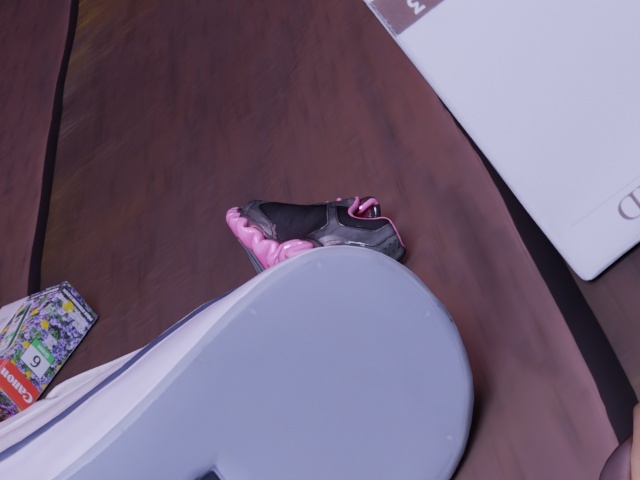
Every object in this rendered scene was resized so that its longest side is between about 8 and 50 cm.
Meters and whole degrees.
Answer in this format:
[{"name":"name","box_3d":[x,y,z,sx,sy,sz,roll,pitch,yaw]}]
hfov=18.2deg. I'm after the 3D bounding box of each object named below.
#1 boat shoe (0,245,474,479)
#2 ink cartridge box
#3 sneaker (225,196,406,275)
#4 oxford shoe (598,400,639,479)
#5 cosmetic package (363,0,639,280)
[{"name":"boat shoe","box_3d":[-0.118,0.125,0.638,0.367,0.136,0.156,-39,8,-35]},{"name":"ink cartridge box","box_3d":[-0.171,0.075,1.050,0.063,0.029,0.115,-21,26,44]},{"name":"sneaker","box_3d":[0.000,0.000,0.877,0.057,0.047,0.119,-37,25,-12]},{"name":"oxford shoe","box_3d":[0.064,0.126,0.388,0.098,0.097,0.271,-38,18,25]},{"name":"cosmetic package","box_3d":[0.065,-0.112,0.701,0.117,0.231,0.085,-39,18,6]}]
